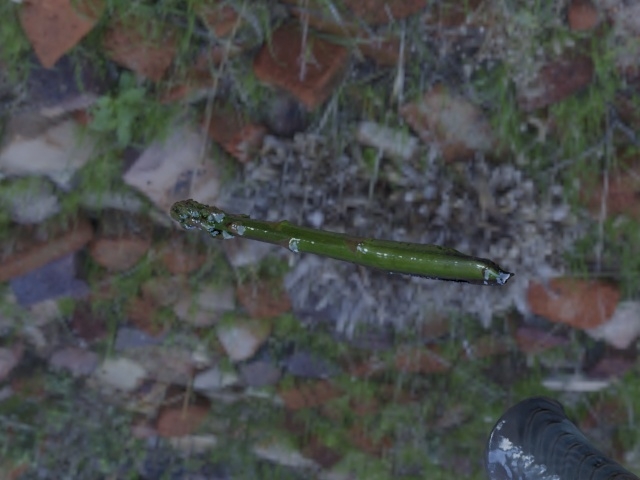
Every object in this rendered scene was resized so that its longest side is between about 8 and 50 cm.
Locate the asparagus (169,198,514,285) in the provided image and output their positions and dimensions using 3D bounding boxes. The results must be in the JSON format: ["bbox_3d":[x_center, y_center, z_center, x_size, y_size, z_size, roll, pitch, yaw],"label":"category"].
[{"bbox_3d":[0.000,0.000,0.416,0.166,0.013,0.016,10,122,45],"label":"asparagus"}]

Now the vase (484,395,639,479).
[{"bbox_3d":[0.205,0.191,0.788,0.115,0.115,0.237,35,180,-37],"label":"vase"}]
